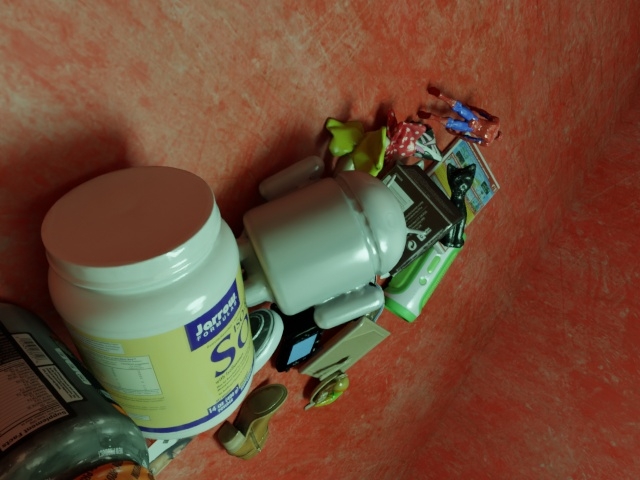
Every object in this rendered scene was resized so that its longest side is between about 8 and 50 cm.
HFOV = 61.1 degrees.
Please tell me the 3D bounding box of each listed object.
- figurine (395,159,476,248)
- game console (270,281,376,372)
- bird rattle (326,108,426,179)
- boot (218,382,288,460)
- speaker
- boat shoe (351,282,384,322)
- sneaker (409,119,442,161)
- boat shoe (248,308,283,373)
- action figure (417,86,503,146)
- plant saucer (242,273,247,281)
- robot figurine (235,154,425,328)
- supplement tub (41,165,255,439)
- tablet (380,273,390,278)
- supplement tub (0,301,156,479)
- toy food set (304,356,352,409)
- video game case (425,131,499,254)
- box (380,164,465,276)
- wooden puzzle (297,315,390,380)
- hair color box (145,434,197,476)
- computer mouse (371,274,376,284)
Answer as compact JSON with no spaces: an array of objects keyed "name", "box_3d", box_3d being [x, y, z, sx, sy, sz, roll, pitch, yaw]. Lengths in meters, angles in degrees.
[{"name":"figurine","box_3d":[0.268,-0.097,1.340,0.214,0.092,0.210,3,114,-7]},{"name":"game console","box_3d":[-0.019,0.193,1.176,0.213,0.044,0.361,-14,150,-21]},{"name":"bird rattle","box_3d":[0.094,-0.174,1.130,0.253,0.143,0.207,-27,149,-59]},{"name":"boot","box_3d":[-0.144,0.436,1.295,0.197,0.073,0.152,-37,141,-12]},{"name":"speaker","box_3d":[0.293,0.083,1.553,0.297,0.131,0.131,-56,147,-6]},{"name":"boat shoe","box_3d":[0.122,0.196,1.467,0.066,0.066,0.183,-23,132,-42]},{"name":"sneaker","box_3d":[0.255,-0.239,1.303,0.178,0.072,0.077,8,98,-61]},{"name":"boat shoe","box_3d":[-0.211,0.208,0.957,0.306,0.113,0.105,-31,134,1]},{"name":"action figure","box_3d":[0.346,-0.310,1.364,0.280,0.139,0.092,14,108,-33]},{"name":"plant saucer","box_3d":[-0.132,0.081,1.078,0.192,0.018,0.067,-50,146,-16]},{"name":"robot figurine","box_3d":[0.000,0.000,0.958,0.353,0.300,0.200,-22,176,-6]},{"name":"supplement tub","box_3d":[-0.223,0.090,0.753,0.241,0.241,0.331,-35,141,-33]},{"name":"tablet","box_3d":[0.194,0.067,1.517,0.054,0.006,0.083,-10,124,-50]},{"name":"supplement tub","box_3d":[-0.340,0.234,0.618,0.207,0.338,0.207,-33,139,-34]},{"name":"toy food set","box_3d":[0.029,0.406,1.478,0.132,0.038,0.192,-24,149,-34]},{"name":"video game case","box_3d":[0.363,-0.131,1.480,0.285,0.025,0.204,-46,113,-20]},{"name":"box","box_3d":[0.186,-0.050,1.177,0.168,0.167,0.203,-45,170,22]},{"name":"wooden puzzle","box_3d":[0.064,0.287,1.441,0.221,0.044,0.238,-40,152,7]},{"name":"hair color box","box_3d":[-0.300,0.378,1.052,0.167,0.053,0.093,-42,144,-24]},{"name":"computer mouse","box_3d":[0.063,0.123,1.355,0.193,0.042,0.106,-20,126,-37]}]
